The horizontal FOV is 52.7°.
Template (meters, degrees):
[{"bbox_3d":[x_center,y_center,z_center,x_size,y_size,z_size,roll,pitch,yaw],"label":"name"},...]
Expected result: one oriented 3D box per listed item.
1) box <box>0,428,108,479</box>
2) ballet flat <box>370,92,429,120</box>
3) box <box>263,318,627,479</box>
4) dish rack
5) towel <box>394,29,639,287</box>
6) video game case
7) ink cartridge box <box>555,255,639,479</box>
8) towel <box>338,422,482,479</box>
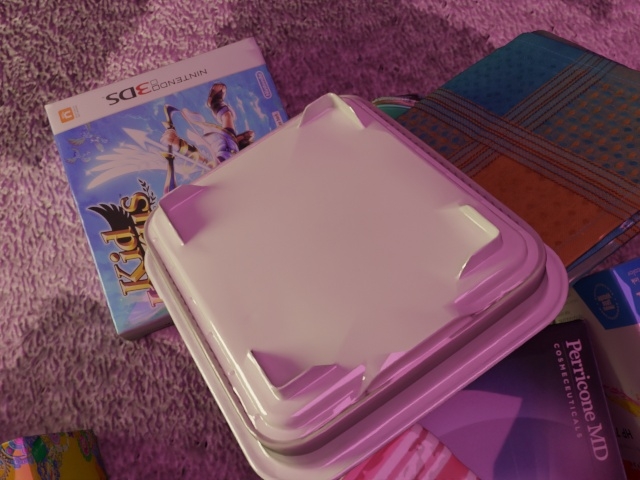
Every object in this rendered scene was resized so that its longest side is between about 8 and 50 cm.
[{"bbox_3d":[-0.303,0.349,0.532,0.279,0.177,0.290,-22,77,-7],"label":"box"},{"bbox_3d":[0.146,-0.132,0.741,0.188,0.070,0.070,20,75,1],"label":"ballet flat"},{"bbox_3d":[0.103,0.243,0.574,0.293,0.183,0.296,-8,76,-6],"label":"box"},{"bbox_3d":[0.000,0.000,0.542,0.285,0.072,0.333,-33,48,-9],"label":"dish rack"},{"bbox_3d":[0.157,-0.057,0.602,0.370,0.040,0.271,-36,47,-11],"label":"towel"},{"bbox_3d":[-0.138,-0.061,0.705,0.244,0.061,0.270,-21,77,-6],"label":"video game case"},{"bbox_3d":[0.288,0.129,0.535,0.078,0.134,0.231,-18,78,-8],"label":"ink cartridge box"},{"bbox_3d":[0.078,0.235,0.468,0.197,0.029,0.144,42,78,6],"label":"towel"}]
